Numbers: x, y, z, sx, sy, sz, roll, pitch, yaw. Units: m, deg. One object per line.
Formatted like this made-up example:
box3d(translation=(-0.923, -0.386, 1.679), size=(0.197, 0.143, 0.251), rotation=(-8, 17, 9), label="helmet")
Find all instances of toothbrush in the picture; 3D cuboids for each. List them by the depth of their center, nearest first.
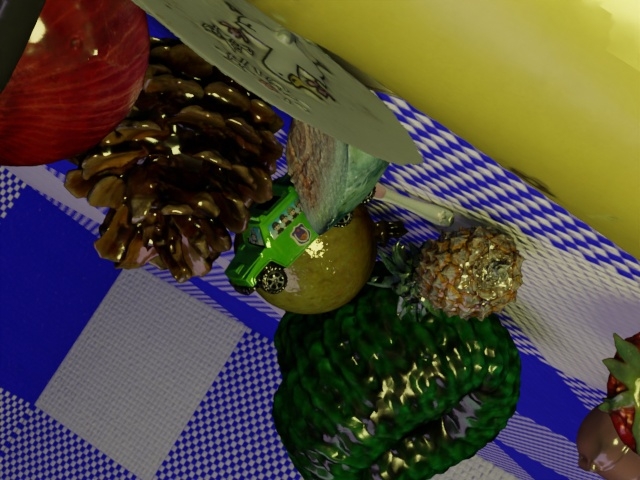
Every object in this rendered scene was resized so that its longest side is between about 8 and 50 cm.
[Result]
box3d(translation=(0.051, -0.048, 1.257), size=(0.204, 0.017, 0.022), rotation=(24, -173, 43), label="toothbrush")

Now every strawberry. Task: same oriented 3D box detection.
box3d(translation=(0.300, 0.115, 1.038), size=(0.131, 0.148, 0.131), rotation=(35, 135, 46), label="strawberry")

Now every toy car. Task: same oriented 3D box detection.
box3d(translation=(-0.024, -0.020, 1.206), size=(0.062, 0.165, 0.071), rotation=(49, 166, -19), label="toy car")

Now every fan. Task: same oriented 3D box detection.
box3d(translation=(-0.018, -0.111, 0.724), size=(0.233, 0.012, 0.415), rotation=(33, 174, -10), label="fan")

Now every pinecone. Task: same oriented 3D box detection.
box3d(translation=(-0.131, -0.072, 1.140), size=(0.184, 0.204, 0.179), rotation=(12, 164, 34), label="pinecone")

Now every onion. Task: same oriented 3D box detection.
box3d(translation=(-0.241, -0.158, 0.982), size=(0.248, 0.248, 0.161), rotation=(37, -163, -29), label="onion")

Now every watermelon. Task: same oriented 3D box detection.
box3d(translation=(0.015, -0.077, 1.077), size=(0.094, 0.081, 0.180), rotation=(48, 154, -1), label="watermelon")

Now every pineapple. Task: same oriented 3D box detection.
box3d(translation=(0.123, 0.031, 1.206), size=(0.103, 0.083, 0.221), rotation=(-5, 178, -17), label="pineapple")

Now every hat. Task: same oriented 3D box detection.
box3d(translation=(0.048, 0.102, 1.500), size=(0.332, 0.274, 0.242), rotation=(61, 179, 37), label="hat")

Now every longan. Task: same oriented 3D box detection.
box3d(translation=(0.000, 0.000, 1.344), size=(0.154, 0.176, 0.145), rotation=(-92, -11, -66), label="longan")

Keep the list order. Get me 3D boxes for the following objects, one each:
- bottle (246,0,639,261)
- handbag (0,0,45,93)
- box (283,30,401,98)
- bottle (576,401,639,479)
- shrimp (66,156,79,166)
box3d(translation=(0.150, -0.055, 0.404), size=(0.351, 0.171, 0.171), rotation=(34, 171, -13), label="bottle")
box3d(translation=(-0.284, -0.174, 0.798), size=(0.244, 0.088, 0.275), rotation=(33, 138, -8), label="handbag")
box3d(translation=(-0.075, -0.202, 0.688), size=(0.200, 0.065, 0.343), rotation=(22, 167, 47), label="box")
box3d(translation=(0.390, 0.262, 1.487), size=(0.233, 0.110, 0.110), rotation=(35, 171, -10), label="bottle")
box3d(translation=(-0.304, -0.124, 1.922), size=(0.365, 0.071, 0.233), rotation=(26, 178, 31), label="shrimp")
